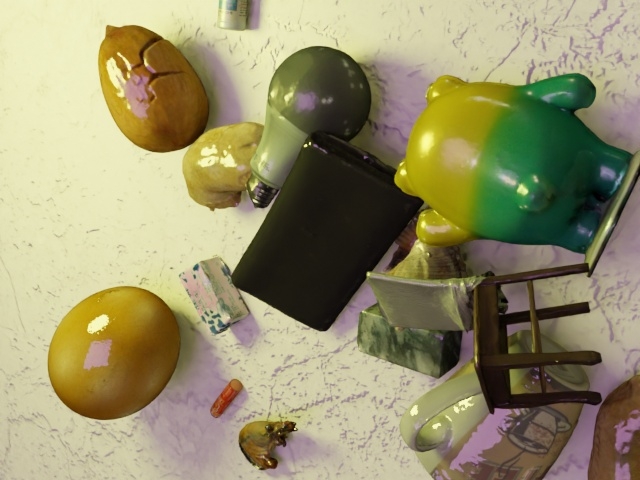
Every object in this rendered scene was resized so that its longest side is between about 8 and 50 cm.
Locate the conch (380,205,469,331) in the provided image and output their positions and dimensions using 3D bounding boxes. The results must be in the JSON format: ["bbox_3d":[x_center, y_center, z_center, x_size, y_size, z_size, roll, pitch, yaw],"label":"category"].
[{"bbox_3d":[0.175,0.040,1.247,0.178,0.163,0.245,18,85,44],"label":"conch"}]

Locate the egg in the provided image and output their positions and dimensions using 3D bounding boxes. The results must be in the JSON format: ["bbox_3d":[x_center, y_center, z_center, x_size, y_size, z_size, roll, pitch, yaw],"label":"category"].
[{"bbox_3d":[-0.474,0.258,1.670,0.282,0.282,0.351,48,124,15],"label":"egg"}]

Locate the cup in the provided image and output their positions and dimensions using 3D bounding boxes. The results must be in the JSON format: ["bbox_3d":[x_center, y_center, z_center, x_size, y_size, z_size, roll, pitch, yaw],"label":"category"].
[{"bbox_3d":[0.271,0.270,1.163,0.257,0.301,0.227,-61,37,22],"label":"cup"}]

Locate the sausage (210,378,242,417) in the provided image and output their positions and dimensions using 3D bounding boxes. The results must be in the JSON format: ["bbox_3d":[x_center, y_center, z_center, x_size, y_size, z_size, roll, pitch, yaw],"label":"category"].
[{"bbox_3d":[-0.225,0.373,1.681,0.034,0.034,0.129,48,123,15],"label":"sausage"}]

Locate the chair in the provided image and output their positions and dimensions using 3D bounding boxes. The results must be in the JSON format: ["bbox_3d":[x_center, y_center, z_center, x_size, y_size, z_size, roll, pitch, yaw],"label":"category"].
[{"bbox_3d":[0.225,0.137,1.037,0.319,0.186,0.160,-6,144,18],"label":"chair"}]

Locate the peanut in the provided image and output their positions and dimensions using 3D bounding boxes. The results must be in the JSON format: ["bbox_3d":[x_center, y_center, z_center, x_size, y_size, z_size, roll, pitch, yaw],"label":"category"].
[{"bbox_3d":[0.489,0.323,1.131,0.120,0.110,0.236,16,102,35],"label":"peanut"}]

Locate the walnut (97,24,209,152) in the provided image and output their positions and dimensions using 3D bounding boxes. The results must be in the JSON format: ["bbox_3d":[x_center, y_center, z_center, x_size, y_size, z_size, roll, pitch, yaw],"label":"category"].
[{"bbox_3d":[-0.354,-0.319,1.479,0.203,0.203,0.298,-32,95,36],"label":"walnut"}]

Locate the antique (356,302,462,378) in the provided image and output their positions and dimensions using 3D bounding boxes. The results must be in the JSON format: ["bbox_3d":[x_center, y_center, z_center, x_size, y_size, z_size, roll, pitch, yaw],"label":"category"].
[{"bbox_3d":[0.159,0.176,1.328,0.183,0.088,0.086,14,109,31],"label":"antique"}]

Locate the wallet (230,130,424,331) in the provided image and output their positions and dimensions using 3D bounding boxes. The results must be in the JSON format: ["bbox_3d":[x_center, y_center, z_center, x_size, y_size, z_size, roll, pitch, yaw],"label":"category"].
[{"bbox_3d":[0.000,-0.001,1.330,0.228,0.062,0.406,27,132,-7],"label":"wallet"}]

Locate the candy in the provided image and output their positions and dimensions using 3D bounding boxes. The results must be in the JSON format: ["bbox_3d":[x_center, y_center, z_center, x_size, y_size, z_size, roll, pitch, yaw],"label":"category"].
[{"bbox_3d":[-0.235,0.121,1.598,0.092,0.073,0.160,-34,82,34],"label":"candy"}]

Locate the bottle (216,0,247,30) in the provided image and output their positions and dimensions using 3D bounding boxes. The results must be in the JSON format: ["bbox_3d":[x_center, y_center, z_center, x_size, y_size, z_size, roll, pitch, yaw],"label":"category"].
[{"bbox_3d":[-0.162,-0.517,1.388,0.060,0.060,0.217,20,112,29],"label":"bottle"}]

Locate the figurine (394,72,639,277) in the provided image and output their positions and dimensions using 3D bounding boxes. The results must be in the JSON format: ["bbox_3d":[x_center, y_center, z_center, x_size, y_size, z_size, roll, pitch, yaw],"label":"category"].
[{"bbox_3d":[0.285,-0.105,1.081,0.340,0.231,0.323,25,112,20],"label":"figurine"}]

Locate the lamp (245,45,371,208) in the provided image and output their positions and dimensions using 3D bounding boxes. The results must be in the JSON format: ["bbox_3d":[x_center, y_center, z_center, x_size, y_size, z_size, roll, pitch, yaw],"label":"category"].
[{"bbox_3d":[-0.049,-0.212,1.299,0.314,0.182,0.182,-38,80,26],"label":"lamp"}]

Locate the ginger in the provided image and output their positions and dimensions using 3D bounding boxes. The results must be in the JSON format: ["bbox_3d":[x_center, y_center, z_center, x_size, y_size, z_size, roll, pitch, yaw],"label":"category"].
[{"bbox_3d":[-0.179,-0.156,1.449,0.267,0.138,0.152,-20,135,42],"label":"ginger"}]

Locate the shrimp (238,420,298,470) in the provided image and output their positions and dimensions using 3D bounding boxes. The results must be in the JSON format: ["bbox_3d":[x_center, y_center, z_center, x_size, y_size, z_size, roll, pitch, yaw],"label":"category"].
[{"bbox_3d":[-0.095,0.442,1.594,0.117,0.066,0.262,54,141,-7],"label":"shrimp"}]
